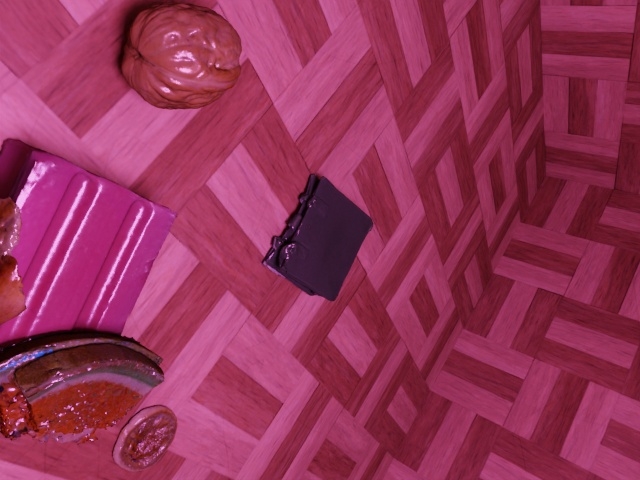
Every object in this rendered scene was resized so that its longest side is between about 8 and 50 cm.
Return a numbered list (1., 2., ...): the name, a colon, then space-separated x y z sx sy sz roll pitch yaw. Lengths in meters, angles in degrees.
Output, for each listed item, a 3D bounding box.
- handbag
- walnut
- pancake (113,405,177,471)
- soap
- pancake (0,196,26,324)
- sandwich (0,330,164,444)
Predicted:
1. handbag: 0.002 0.001 1.212 0.260 0.079 0.247 40 72 -50
2. walnut: -0.200 -0.273 0.753 0.184 0.156 0.155 -25 125 -48
3. pancake: -0.345 0.393 0.993 0.140 0.022 0.139 -26 125 -44
4. soap: -0.383 0.071 0.698 0.233 0.128 0.359 31 81 -53
5. pancake: -0.437 0.048 0.549 0.257 0.212 0.056 -57 175 -5
6. sandwich: -0.325 0.195 0.654 0.235 0.079 0.159 36 78 -50
